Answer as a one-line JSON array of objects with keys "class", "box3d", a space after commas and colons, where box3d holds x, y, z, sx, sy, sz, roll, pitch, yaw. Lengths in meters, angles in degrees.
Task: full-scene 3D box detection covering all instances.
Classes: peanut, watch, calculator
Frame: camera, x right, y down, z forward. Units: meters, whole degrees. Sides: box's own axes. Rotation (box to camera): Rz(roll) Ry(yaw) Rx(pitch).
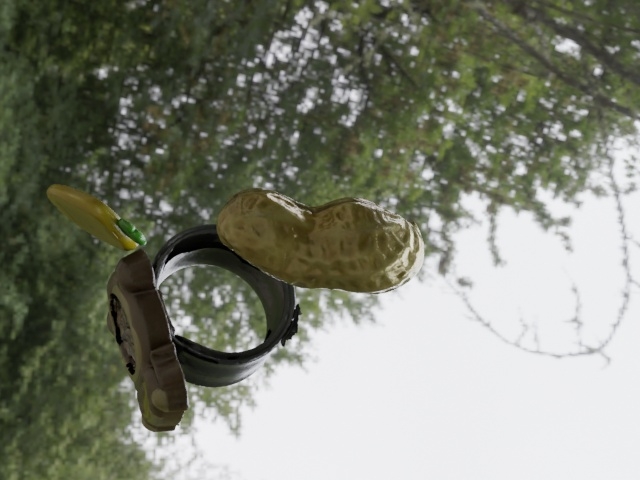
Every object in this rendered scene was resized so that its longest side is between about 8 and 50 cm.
[{"class": "peanut", "box3d": [0.000, 0.000, 1.443, 0.147, 0.306, 0.146, 5, 90, -90]}, {"class": "watch", "box3d": [-0.212, 0.156, 1.863, 0.335, 0.327, 0.314, 68, -24, 20]}, {"class": "calculator", "box3d": [-0.394, -0.038, 1.729, 0.235, 0.146, 0.032, 21, -113, 39]}]
